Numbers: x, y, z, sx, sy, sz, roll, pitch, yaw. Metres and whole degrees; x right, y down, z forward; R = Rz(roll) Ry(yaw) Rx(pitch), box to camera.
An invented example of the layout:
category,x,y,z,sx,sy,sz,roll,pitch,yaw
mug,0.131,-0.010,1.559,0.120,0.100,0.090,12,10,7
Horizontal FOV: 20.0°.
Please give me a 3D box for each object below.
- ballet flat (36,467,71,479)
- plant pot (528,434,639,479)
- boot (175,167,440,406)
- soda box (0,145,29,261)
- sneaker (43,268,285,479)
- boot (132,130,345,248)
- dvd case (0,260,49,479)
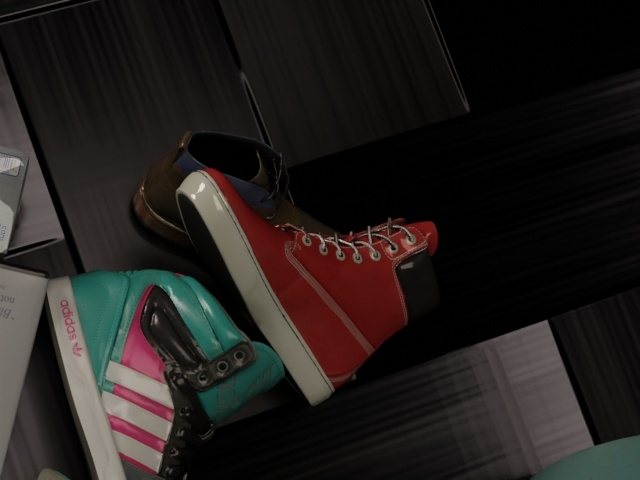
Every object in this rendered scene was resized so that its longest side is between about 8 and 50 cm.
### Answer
category,x,y,z,sx,sy,sz,roll,pitch,yaw
ballet flat,-0.266,0.267,1.421,0.068,0.072,0.213,42,83,6
plant pot,0.277,0.297,1.486,0.293,0.293,0.235,0,61,-17
boot,0.000,0.000,1.506,0.176,0.088,0.244,-38,124,-7
soda box,-0.387,-0.053,1.462,0.286,0.098,0.091,14,74,-13
sneaker,-0.109,0.152,1.487,0.178,0.124,0.296,-15,79,-11
boot,-0.044,-0.022,1.548,0.219,0.106,0.082,18,55,-12
dvd case,-0.331,0.127,1.432,0.180,0.022,0.253,13,91,-14
